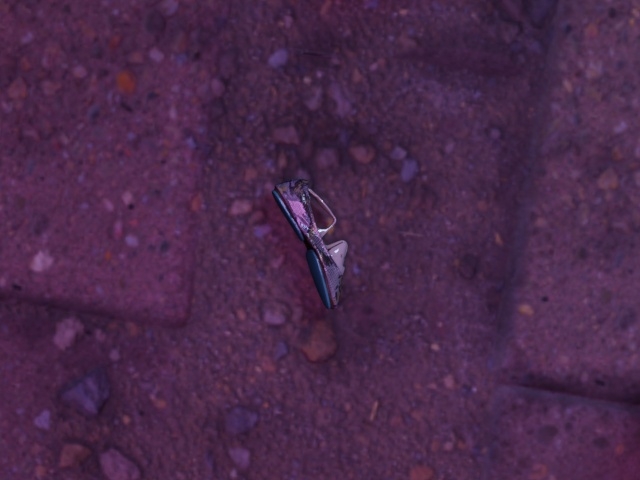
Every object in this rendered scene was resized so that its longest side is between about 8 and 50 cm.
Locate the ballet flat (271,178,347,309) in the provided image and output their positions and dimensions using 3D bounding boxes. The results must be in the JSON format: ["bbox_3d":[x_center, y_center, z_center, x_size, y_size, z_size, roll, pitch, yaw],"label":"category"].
[{"bbox_3d":[0.000,0.000,1.389,0.041,0.041,0.114,-24,94,7],"label":"ballet flat"}]
